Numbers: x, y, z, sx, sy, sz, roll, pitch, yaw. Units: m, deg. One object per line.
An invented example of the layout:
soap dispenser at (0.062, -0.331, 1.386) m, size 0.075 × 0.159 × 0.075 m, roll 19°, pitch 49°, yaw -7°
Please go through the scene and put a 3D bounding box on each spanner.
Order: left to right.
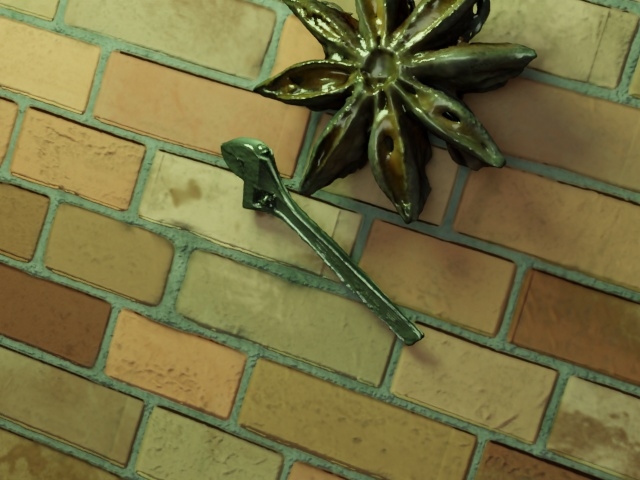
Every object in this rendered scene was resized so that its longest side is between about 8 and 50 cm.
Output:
spanner at (0.000, 0.000, 1.403) m, size 0.325 × 0.026 × 0.093 m, roll 44°, pitch 138°, yaw 8°

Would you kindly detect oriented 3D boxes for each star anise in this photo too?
star anise at (0.083, -0.179, 1.353) m, size 0.331 × 0.117 × 0.332 m, roll -1°, pitch 89°, yaw 26°
